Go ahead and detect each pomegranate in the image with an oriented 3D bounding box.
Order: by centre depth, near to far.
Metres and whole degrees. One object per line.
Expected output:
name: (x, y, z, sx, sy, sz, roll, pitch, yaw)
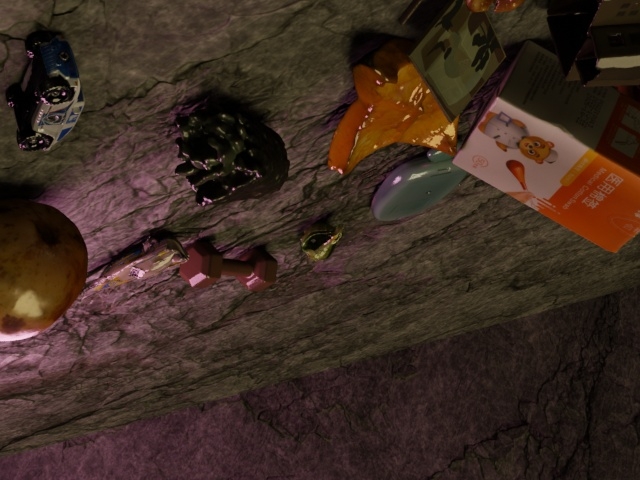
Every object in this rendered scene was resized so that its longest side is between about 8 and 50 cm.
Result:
pomegranate: (-0.457, 0.047, 1.376, 0.215, 0.215, 0.215, -18, 161, -7)

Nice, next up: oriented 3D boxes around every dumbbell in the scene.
dumbbell: (-0.181, 0.054, 1.868, 0.231, 0.092, 0.082, 7, 119, -54)

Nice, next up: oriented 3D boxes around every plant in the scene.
plant: (-0.137, -0.123, 1.371, 0.132, 0.129, 0.194, -29, 162, 23)

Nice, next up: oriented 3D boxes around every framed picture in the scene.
framed picture: (0.203, -0.270, 1.355, 0.136, 0.010, 0.201, -51, 147, -2)

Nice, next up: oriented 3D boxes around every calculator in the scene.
calculator: (0.204, -0.114, 1.869, 0.185, 0.041, 0.299, -11, 160, -25)

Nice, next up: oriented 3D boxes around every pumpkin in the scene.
pumpkin: (0.143, -0.220, 1.448, 0.258, 0.095, 0.290, -16, 154, -22)

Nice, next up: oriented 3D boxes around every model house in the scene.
model house: (0.478, -0.313, 1.312, 0.243, 0.204, 0.211, -5, 156, -5)

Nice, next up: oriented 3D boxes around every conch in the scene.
conch: (0.000, 0.000, 1.917, 0.089, 0.074, 0.121, -17, 168, -43)

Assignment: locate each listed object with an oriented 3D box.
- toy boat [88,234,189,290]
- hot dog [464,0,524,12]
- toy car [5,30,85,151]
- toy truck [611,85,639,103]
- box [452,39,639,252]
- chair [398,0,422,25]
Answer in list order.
toy boat: (-0.343, 0.048, 1.716, 0.210, 0.066, 0.084, -25, 159, 15)
hot dog: (0.237, -0.377, 1.164, 0.100, 0.068, 0.249, -4, 155, -9)
toy car: (-0.329, -0.171, 1.120, 0.070, 0.080, 0.171, -7, 156, -35)
toy truck: (0.649, -0.239, 1.692, 0.239, 0.265, 0.189, -11, -171, -13)
box: (0.428, -0.148, 1.561, 0.143, 0.341, 0.225, -61, 179, -28)
chair: (0.129, -0.362, 1.069, 0.095, 0.104, 0.221, 18, 144, -33)
